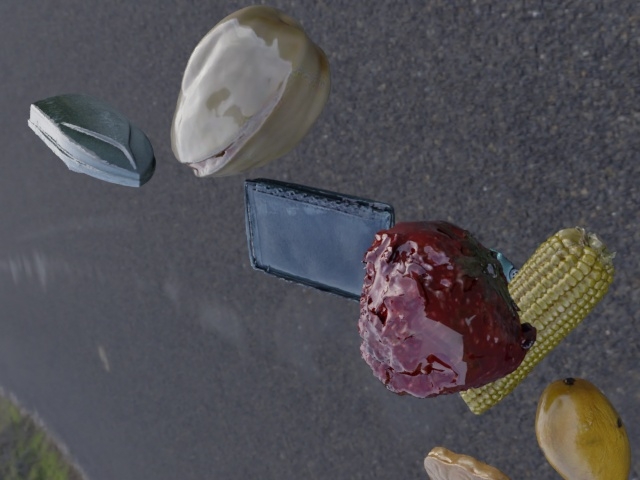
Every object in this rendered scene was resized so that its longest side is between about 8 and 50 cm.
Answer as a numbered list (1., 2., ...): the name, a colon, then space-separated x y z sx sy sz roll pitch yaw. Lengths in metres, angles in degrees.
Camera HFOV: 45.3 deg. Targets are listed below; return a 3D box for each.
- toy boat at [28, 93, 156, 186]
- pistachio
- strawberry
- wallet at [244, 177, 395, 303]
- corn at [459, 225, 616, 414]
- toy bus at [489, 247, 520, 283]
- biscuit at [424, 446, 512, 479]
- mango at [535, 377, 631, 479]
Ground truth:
1. toy boat: -0.351 -0.152 1.213 0.319 0.141 0.092 37 127 45
2. pistachio: -0.152 -0.297 1.538 0.445 0.281 0.365 -15 46 54
3. strawberry: 0.150 0.101 1.073 0.220 0.274 0.274 -43 59 23
4. wallet: 0.000 0.000 1.613 0.342 0.075 0.237 14 122 26
5. corn: 0.363 0.143 1.350 0.387 0.144 0.144 -51 48 13
6. toy bus: 0.512 0.142 2.043 0.262 0.109 0.091 54 179 -13
7. biscuit: 0.416 0.672 1.831 0.385 0.062 0.365 15 134 48
8. mango: 0.479 0.368 1.400 0.262 0.157 0.109 69 167 -14
